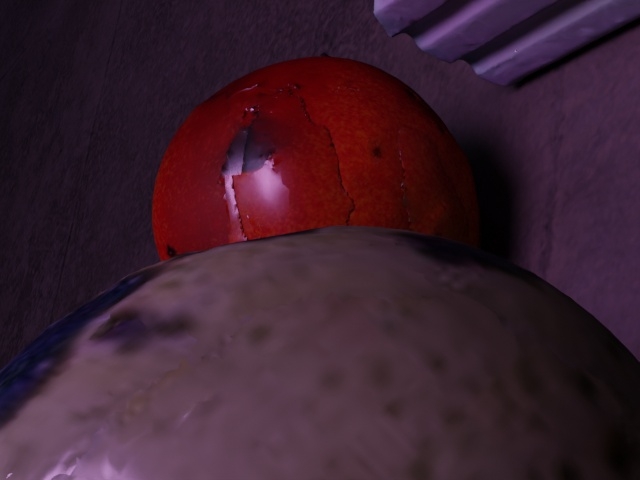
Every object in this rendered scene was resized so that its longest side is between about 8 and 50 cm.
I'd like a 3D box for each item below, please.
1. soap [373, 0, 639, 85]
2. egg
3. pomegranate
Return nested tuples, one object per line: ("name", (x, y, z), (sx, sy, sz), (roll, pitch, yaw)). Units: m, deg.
("soap", (0.132, -0.197, 0.781), (0.289, 0.173, 0.095), (-24, 50, 59))
("egg", (-0.027, 0.188, 0.577), (0.428, 0.345, 0.345), (-44, 21, -13))
("pomegranate", (0.000, 0.000, 0.884), (0.210, 0.210, 0.235), (5, 104, 65))
